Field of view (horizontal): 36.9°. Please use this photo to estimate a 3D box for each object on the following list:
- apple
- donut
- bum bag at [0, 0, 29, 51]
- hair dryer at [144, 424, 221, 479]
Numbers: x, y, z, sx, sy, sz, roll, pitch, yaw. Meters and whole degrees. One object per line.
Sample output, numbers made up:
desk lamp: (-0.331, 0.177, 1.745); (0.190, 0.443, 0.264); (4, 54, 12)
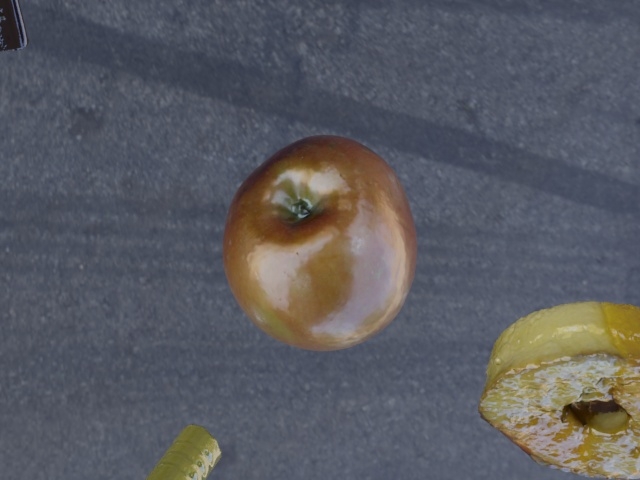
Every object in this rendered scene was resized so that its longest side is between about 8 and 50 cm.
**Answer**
apple: (0.000, 0.000, 1.120); (0.253, 0.253, 0.254); (-9, 124, -14)
donut: (0.213, 0.112, 0.737); (0.190, 0.075, 0.174); (27, 143, -20)
bum bag: (-0.446, -0.272, 1.176); (0.159, 0.026, 0.109); (-13, 133, -11)
hair dryer: (-0.160, 0.232, 0.697); (0.135, 0.279, 0.090); (28, 128, 6)
